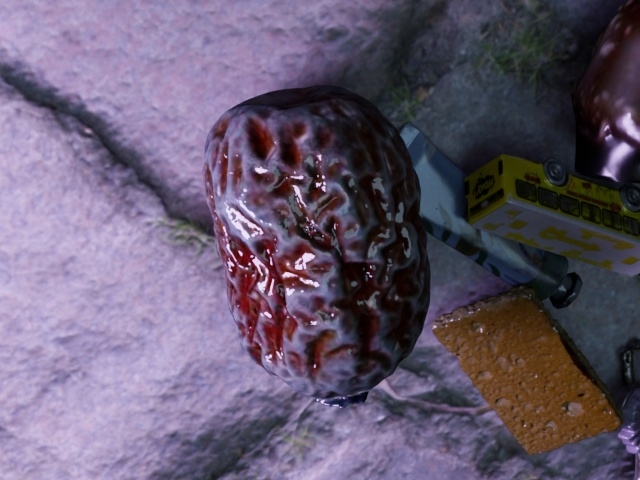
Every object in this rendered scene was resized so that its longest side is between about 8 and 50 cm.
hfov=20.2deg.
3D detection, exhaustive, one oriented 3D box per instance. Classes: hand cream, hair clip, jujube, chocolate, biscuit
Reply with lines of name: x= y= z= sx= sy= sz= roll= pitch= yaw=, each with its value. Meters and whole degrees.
hand cream: x=0.166 y=-0.013 z=1.901 sx=0.271 sy=0.058 sz=0.091 roll=35 pitch=95 yaw=-22
hair clip: x=0.385 y=0.249 z=2.078 sx=0.106 sy=0.084 sz=0.292 roll=-20 pitch=115 yaw=-27
jujube: x=0.000 y=0.000 z=1.766 sx=0.226 sy=0.226 sz=0.317 roll=-14 pitch=115 yaw=-9
chocolate: x=0.421 y=-0.162 z=1.816 sx=0.340 sy=0.225 sz=0.210 roll=1 pitch=101 yaw=-17
biscuit: x=0.230 y=0.145 z=1.979 sx=0.131 sy=0.025 sz=0.231 roll=-21 pitch=124 yaw=27

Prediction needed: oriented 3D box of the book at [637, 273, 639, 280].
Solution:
book: x=0.455 y=0.048 z=2.026 sx=0.160 sy=0.024 sz=0.228 roll=-37 pitch=119 yaw=2

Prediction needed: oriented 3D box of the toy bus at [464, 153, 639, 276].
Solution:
toy bus: x=0.261 y=-0.030 z=1.881 sx=0.226 sy=0.074 sz=0.081 roll=17 pitch=148 yaw=-30
